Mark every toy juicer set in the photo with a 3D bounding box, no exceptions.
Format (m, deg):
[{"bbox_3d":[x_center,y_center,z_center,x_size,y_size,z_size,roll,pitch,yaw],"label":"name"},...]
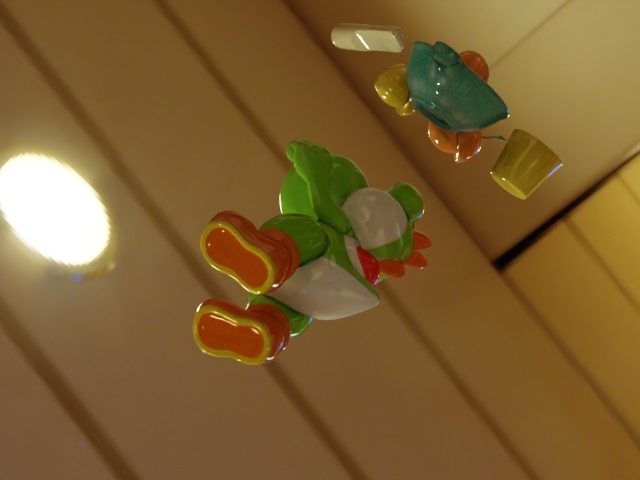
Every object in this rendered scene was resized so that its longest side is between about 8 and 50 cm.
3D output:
[{"bbox_3d":[0.130,-0.186,1.688,0.329,0.089,0.209,41,175,-40],"label":"toy juicer set"}]

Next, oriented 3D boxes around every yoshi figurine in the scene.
[{"bbox_3d":[-0.024,-0.003,1.684,0.362,0.203,0.203,-28,-89,-53],"label":"yoshi figurine"}]
